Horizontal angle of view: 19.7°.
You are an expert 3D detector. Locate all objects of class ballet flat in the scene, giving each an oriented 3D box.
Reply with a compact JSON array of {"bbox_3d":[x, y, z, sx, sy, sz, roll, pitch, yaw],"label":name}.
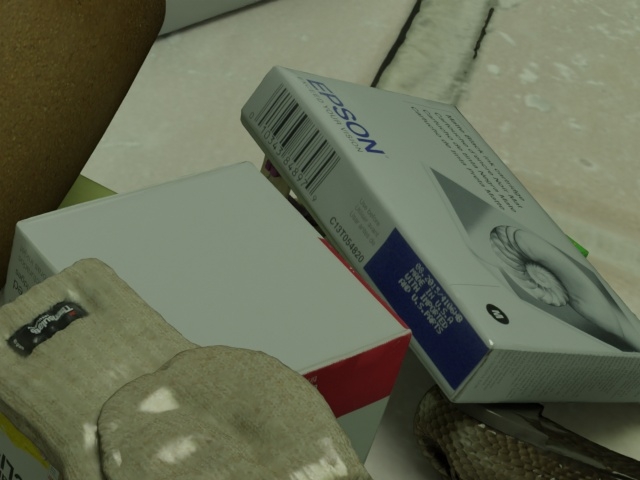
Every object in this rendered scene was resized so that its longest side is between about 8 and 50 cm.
[{"bbox_3d":[0.159,0.146,0.945,0.250,0.058,0.084,27,14,1],"label":"ballet flat"}]

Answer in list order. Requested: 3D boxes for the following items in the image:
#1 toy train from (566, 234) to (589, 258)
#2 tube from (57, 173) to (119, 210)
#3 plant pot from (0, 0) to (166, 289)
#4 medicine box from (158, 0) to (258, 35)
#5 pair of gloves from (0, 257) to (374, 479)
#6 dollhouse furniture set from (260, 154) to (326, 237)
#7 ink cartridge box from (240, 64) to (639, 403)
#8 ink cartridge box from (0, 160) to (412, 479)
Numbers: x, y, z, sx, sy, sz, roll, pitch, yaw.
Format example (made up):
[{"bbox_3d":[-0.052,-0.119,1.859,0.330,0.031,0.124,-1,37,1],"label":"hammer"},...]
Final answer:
[{"bbox_3d":[0.134,-0.009,1.158,0.083,0.017,0.024,41,31,26],"label":"toy train"},{"bbox_3d":[-0.106,0.011,0.985,0.240,0.070,0.062,30,13,10],"label":"tube"},{"bbox_3d":[-0.224,-0.037,0.849,0.237,0.237,0.254,18,68,-1],"label":"plant pot"},{"bbox_3d":[-0.136,-0.282,1.277,0.263,0.149,0.289,38,40,24],"label":"medicine box"},{"bbox_3d":[-0.098,0.118,0.628,0.204,0.042,0.240,27,52,32],"label":"pair of gloves"},{"bbox_3d":[0.000,0.000,1.029,0.091,0.081,0.114,-13,47,-36],"label":"dollhouse furniture set"},{"bbox_3d":[0.093,0.000,1.024,0.224,0.045,0.223,7,37,-49],"label":"ink cartridge box"},{"bbox_3d":[-0.064,0.080,0.818,0.127,0.176,0.128,-18,50,-36],"label":"ink cartridge box"}]
